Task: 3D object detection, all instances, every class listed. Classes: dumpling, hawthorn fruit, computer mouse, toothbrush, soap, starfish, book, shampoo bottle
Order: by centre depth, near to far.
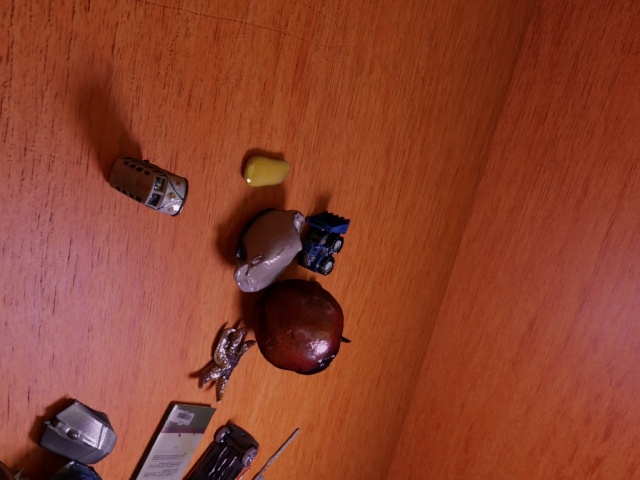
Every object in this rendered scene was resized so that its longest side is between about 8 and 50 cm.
[{"bbox_3d":[-0.657,0.557,1.130,0.049,0.034,0.140,-24,129,-37],"label":"shampoo bottle"},{"bbox_3d":[-0.550,0.458,1.191,0.126,0.071,0.231,-51,145,-24],"label":"computer mouse"},{"bbox_3d":[-0.149,-0.188,1.411,0.169,0.033,0.089,-1,113,-56],"label":"soap"},{"bbox_3d":[-0.156,0.022,1.455,0.293,0.163,0.204,-49,179,-28],"label":"dumpling"},{"bbox_3d":[-0.435,0.617,1.509,0.289,0.026,0.201,-62,148,-7],"label":"book"},{"bbox_3d":[-0.289,0.372,1.543,0.216,0.071,0.237,-3,102,-50],"label":"starfish"},{"bbox_3d":[-0.071,0.273,1.590,0.316,0.316,0.315,-35,136,-41],"label":"hawthorn fruit"},{"bbox_3d":[-0.176,0.869,2.072,0.294,0.028,0.026,-44,143,-41],"label":"toothbrush"}]

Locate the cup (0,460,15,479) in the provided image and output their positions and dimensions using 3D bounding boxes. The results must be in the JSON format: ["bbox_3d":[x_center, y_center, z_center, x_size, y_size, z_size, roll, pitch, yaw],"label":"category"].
[{"bbox_3d":[-0.711,0.551,0.918,0.203,0.203,0.288,19,100,-59],"label":"cup"}]

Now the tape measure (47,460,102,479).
[{"bbox_3d":[-0.587,0.661,1.150,0.262,0.138,0.259,-37,151,-27],"label":"tape measure"}]

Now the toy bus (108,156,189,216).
[{"bbox_3d":[-0.345,-0.111,1.021,0.089,0.194,0.087,14,98,-50],"label":"toy bus"}]

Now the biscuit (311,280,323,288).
[{"bbox_3d":[-0.016,0.266,1.814,0.047,0.164,0.207,3,117,-11],"label":"biscuit"}]

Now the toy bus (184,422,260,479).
[{"bbox_3d":[-0.335,0.770,1.661,0.329,0.143,0.153,-52,156,-25],"label":"toy bus"}]

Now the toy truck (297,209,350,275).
[{"bbox_3d":[0.000,0.000,1.686,0.126,0.113,0.208,26,86,-57],"label":"toy truck"}]
